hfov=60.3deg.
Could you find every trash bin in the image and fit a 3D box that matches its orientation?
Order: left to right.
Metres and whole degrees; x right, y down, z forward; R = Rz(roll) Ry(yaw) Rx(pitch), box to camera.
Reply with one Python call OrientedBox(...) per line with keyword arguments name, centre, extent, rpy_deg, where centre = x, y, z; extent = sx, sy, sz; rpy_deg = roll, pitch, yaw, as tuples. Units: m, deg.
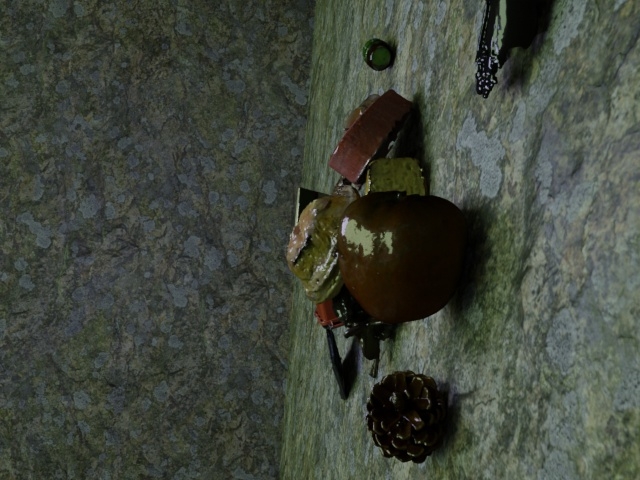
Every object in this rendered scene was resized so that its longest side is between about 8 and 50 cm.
OrientedBox(name="trash bin", centre=(0.044, 0.167, 1.846), extent=(0.184, 0.161, 0.239), rpy_deg=(-135, 29, -75))

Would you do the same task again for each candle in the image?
OrientedBox(name="candle", centre=(0.135, -0.290, 1.530), extent=(0.287, 0.131, 0.317), rpy_deg=(-53, -4, 10))

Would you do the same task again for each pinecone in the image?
OrientedBox(name="pinecone", centre=(0.182, 0.361, 1.162), extent=(0.212, 0.168, 0.185), rpy_deg=(88, 163, -46))

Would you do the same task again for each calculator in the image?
OrientedBox(name="calculator", centre=(0.055, 0.433, 1.930), extent=(0.274, 0.028, 0.166), rpy_deg=(75, -174, -45))

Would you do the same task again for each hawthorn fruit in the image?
OrientedBox(name="hawthorn fruit", centre=(0.169, 0.046, 1.152), extent=(0.268, 0.267, 0.301), rpy_deg=(-124, 32, -73))

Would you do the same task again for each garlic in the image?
OrientedBox(name="garlic", centre=(0.129, -0.365, 1.874), extent=(0.228, 0.110, 0.217), rpy_deg=(101, -171, -61))

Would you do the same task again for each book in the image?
OrientedBox(name="book", centre=(0.024, -0.069, 1.976), extent=(0.026, 0.289, 0.201), rpy_deg=(-7, 75, 47))

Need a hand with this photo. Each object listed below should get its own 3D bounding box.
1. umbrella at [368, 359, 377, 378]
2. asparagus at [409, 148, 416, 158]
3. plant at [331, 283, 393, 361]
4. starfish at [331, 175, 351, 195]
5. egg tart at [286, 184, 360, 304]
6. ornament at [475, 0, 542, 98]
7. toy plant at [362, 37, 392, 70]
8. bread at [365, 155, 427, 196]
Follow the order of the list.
OrientedBox(name="umbrella", centre=(0.162, 0.381, 1.651), extent=(0.031, 0.020, 0.083), rpy_deg=(-128, 50, -74))
OrientedBox(name="asparagus", centre=(0.241, -0.205, 1.533), extent=(0.127, 0.015, 0.018), rpy_deg=(107, 163, -47))
OrientedBox(name="plant", centre=(0.121, 0.180, 1.536), extent=(0.234, 0.178, 0.204), rpy_deg=(-99, 21, -45))
OrientedBox(name="starfish", centre=(0.098, -0.137, 1.806), extent=(0.384, 0.132, 0.398), rpy_deg=(113, 173, -63))
OrientedBox(name="egg tart", centre=(0.000, 0.000, 1.529), extent=(0.352, 0.150, 0.352), rpy_deg=(-162, 90, -74))
OrientedBox(name="ornament", centre=(0.328, -0.408, 1.008), extent=(0.251, 0.106, 0.260), rpy_deg=(-87, 0, -54))
OrientedBox(name="toy plant", centre=(0.188, -0.622, 1.834), extent=(0.162, 0.092, 0.093), rpy_deg=(-99, 18, -62))
OrientedBox(name="bread", centre=(0.184, -0.078, 1.415), extent=(0.147, 0.160, 0.261), rpy_deg=(155, 114, -85))
